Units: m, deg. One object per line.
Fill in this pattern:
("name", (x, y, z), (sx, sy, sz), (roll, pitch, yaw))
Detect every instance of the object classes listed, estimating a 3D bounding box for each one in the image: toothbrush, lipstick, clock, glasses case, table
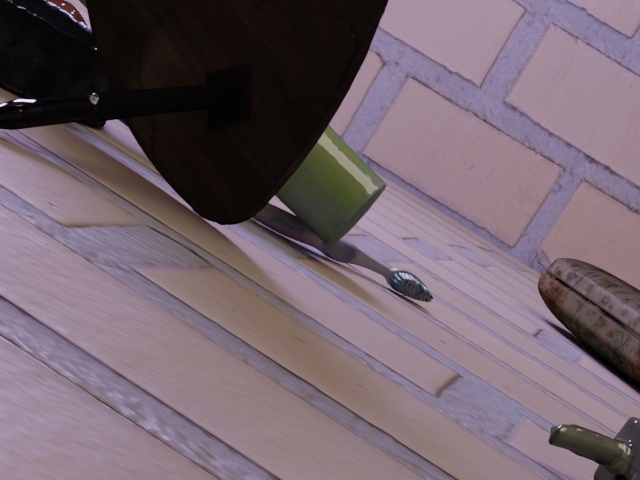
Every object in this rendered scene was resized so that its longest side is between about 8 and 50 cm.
("toothbrush", (0.000, 0.000, 1.499), (0.269, 0.021, 0.027), (27, 1, -38))
("lipstick", (-0.077, -0.126, 1.462), (0.304, 0.076, 0.076), (45, 6, 5))
("clock", (-0.289, -0.194, 1.438), (0.312, 0.061, 0.312), (32, 4, -3))
("glasses case", (0.397, 0.126, 2.179), (0.156, 0.098, 0.425), (34, 3, -25))
("table", (-0.122, -0.211, 1.182), (0.317, 0.317, 0.249), (35, 16, 36))

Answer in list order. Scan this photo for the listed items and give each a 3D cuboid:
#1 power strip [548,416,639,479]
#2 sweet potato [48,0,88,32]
("power strip", (0.262, 0.180, 1.129), (0.288, 0.053, 0.093), (31, 5, -18))
("sweet potato", (-0.257, -0.202, 1.700), (0.078, 0.058, 0.255), (35, -2, -33))
